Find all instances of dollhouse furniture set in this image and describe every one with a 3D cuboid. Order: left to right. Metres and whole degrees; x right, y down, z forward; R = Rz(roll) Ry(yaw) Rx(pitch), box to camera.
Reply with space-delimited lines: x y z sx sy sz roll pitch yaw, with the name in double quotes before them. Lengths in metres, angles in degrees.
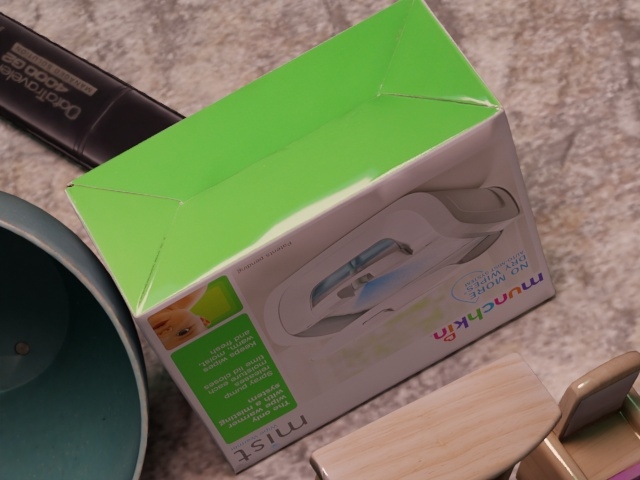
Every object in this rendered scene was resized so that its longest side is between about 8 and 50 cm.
"dollhouse furniture set" 0.157 0.234 1.068 0.286 0.198 0.303 -24 63 -23

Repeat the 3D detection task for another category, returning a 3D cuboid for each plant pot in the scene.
"plant pot" -0.252 0.080 1.309 0.290 0.290 0.195 -15 18 7

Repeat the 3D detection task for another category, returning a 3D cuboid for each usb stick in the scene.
"usb stick" -0.207 -0.113 1.537 0.278 0.045 0.077 30 77 31

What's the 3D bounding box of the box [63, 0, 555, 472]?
"box" 0.000 0.000 1.283 0.262 0.231 0.126 -29 54 -4
